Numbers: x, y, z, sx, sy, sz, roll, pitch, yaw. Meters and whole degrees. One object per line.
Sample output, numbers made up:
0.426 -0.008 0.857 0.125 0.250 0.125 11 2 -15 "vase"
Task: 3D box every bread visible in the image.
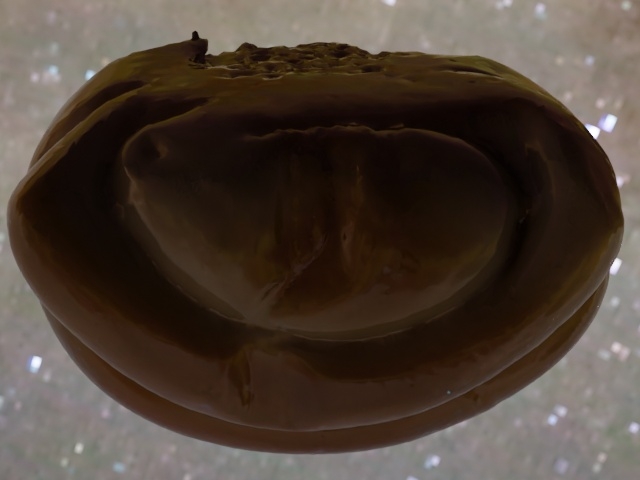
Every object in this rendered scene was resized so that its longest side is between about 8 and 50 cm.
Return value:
0.001 -0.024 1.321 0.424 0.245 0.329 0 -108 -2 "bread"
